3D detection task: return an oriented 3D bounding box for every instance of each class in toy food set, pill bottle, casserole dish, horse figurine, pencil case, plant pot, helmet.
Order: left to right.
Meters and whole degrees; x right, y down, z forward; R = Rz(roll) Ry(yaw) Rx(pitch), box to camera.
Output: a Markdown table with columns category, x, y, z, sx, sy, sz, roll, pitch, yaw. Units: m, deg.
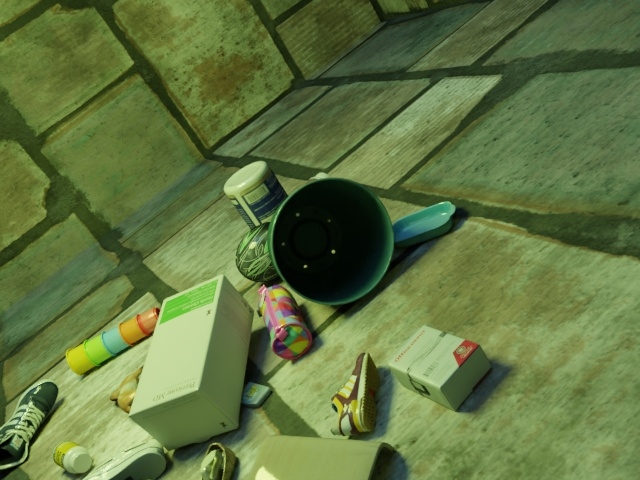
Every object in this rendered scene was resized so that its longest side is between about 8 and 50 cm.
| category | x | y | z | sx | sy | sz | roll | pitch | yaw |
| --- | --- | --- | --- | --- | --- | --- | --- | --- | --- |
| pill bottle | -0.607 | 0.534 | 1.623 | 0.116 | 0.065 | 0.065 | -4 | 38 | 48 |
| horse figurine | -0.470 | 0.391 | 1.720 | 0.174 | 0.066 | 0.263 | -34 | 21 | -13 |
| helmet | -0.157 | 0.036 | 1.878 | 0.169 | 0.169 | 0.161 | -23 | 21 | 22 |
| pill bottle | -0.160 | -0.093 | 1.989 | 0.153 | 0.264 | 0.153 | -26 | 25 | 13 |
| pencil case | -0.092 | 0.191 | 1.582 | 0.104 | 0.104 | 0.236 | -35 | 25 | -2 |
| toy food set | -0.024 | 0.448 | 1.059 | 0.220 | 0.092 | 0.306 | -5 | 37 | 28 |
| pill bottle | -0.022 | -0.150 | 2.139 | 0.086 | 0.086 | 0.152 | -8 | 35 | 44 |
| plant pot | 0.000 | 0.000 | 1.616 | 0.293 | 0.293 | 0.235 | -39 | 11 | -12 |
| casserole dish | 0.255 | -0.035 | 1.643 | 0.188 | 0.037 | 0.114 | -22 | 27 | 26 |

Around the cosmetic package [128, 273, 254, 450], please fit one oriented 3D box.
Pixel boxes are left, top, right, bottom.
| category | x | y | z | sx | sy | sz | roll | pitch | yaw |
| --- | --- | --- | --- | --- | --- | --- | --- | --- | --- |
| cosmetic package | -0.285 | 0.276 | 1.536 | 0.197 | 0.155 | 0.365 | -24 | 32 | 17 |

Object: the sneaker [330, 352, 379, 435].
| category | x | y | z | sx | sy | sz | roll | pitch | yaw |
| --- | --- | --- | --- | --- | --- | --- | --- | --- | --- |
| sneaker | 0.060 | 0.286 | 1.250 | 0.084 | 0.069 | 0.185 | -18 | 27 | 20 |

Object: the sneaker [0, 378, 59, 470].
| category | x | y | z | sx | sy | sz | roll | pitch | yaw |
| --- | --- | --- | --- | --- | --- | --- | --- | --- | --- |
| sneaker | -0.841 | 0.528 | 1.880 | 0.282 | 0.099 | 0.153 | -53 | 25 | -23 |

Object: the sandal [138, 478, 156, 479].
| category | x | y | z | sx | sy | sz | roll | pitch | yaw |
| --- | --- | --- | --- | --- | --- | --- | --- | --- | --- |
| sandal | -0.451 | 0.589 | 1.320 | 0.303 | 0.086 | 0.120 | -25 | 16 | -16 |

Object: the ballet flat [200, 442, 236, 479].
| category | x | y | z | sx | sy | sz | roll | pitch | yaw |
| --- | --- | --- | --- | --- | --- | --- | --- | --- | --- |
| ballet flat | -0.211 | 0.469 | 1.250 | 0.073 | 0.067 | 0.206 | -26 | 26 | 15 |

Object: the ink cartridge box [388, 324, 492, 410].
| category | x | y | z | sx | sy | sz | roll | pitch | yaw |
| --- | --- | --- | --- | --- | --- | --- | --- | --- | --- |
| ink cartridge box | 0.211 | 0.224 | 1.184 | 0.109 | 0.063 | 0.150 | -43 | 25 | -19 |

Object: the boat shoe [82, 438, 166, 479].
| category | x | y | z | sx | sy | sz | roll | pitch | yaw |
| --- | --- | --- | --- | --- | --- | --- | --- | --- | --- |
| boat shoe | -0.454 | 0.524 | 1.440 | 0.258 | 0.095 | 0.084 | -26 | 19 | -7 |

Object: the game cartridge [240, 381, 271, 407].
| category | x | y | z | sx | sy | sz | roll | pitch | yaw |
| --- | --- | --- | --- | --- | --- | --- | --- | --- | --- |
| game cartridge | -0.151 | 0.345 | 1.470 | 0.083 | 0.017 | 0.056 | -2 | 43 | 50 |

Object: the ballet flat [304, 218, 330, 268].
| category | x | y | z | sx | sy | sz | roll | pitch | yaw |
| --- | --- | --- | --- | --- | --- | --- | --- | --- | --- |
| ballet flat | 0.000 | -0.023 | 1.888 | 0.091 | 0.077 | 0.241 | -3 | 39 | 48 |

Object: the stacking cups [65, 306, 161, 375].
| category | x | y | z | sx | sy | sz | roll | pitch | yaw |
| --- | --- | --- | --- | --- | --- | --- | --- | --- | --- |
| stacking cups | -0.633 | 0.300 | 2.049 | 0.316 | 0.096 | 0.096 | -32 | 24 | 6 |
